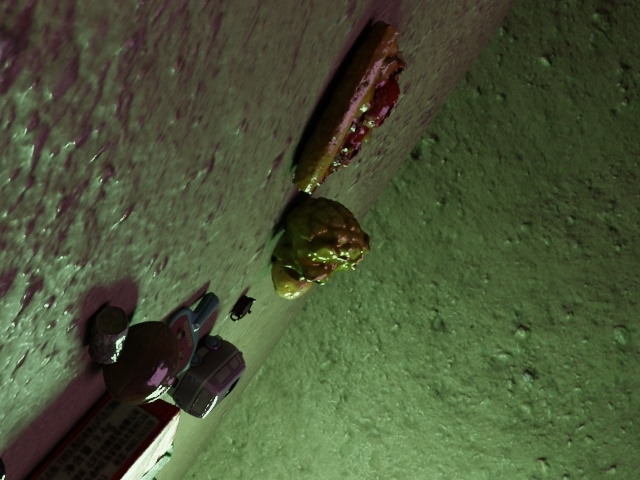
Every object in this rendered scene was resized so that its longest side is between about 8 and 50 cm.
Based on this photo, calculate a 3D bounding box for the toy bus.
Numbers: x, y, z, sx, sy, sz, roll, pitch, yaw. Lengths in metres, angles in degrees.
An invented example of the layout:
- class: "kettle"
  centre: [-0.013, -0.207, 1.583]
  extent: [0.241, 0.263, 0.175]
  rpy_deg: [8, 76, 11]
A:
- class: "toy bus"
  centre: [-0.298, 0.359, 2.258]
  extent: [0.142, 0.142, 0.202]
  rpy_deg: [-60, 170, 31]

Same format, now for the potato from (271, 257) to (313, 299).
- class: "potato"
  centre: [-0.068, 0.082, 2.494]
  extent: [0.150, 0.146, 0.234]
  rpy_deg: [-12, -162, 13]

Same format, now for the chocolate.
- class: "chocolate"
  centre: [-0.467, 0.500, 1.796]
  extent: [0.360, 0.161, 0.341]
  rpy_deg: [-50, 170, -34]

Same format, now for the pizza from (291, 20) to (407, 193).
- class: "pizza"
  centre: [0.114, -0.316, 1.985]
  extent: [0.440, 0.130, 0.406]
  rpy_deg: [-59, 169, 28]

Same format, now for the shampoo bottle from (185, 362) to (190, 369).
- class: "shampoo bottle"
  centre: [-0.339, 0.267, 1.963]
  extent: [0.056, 0.056, 0.195]
  rpy_deg: [-53, 172, -13]

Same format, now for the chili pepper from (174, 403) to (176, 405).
- class: "chili pepper"
  centre: [-0.468, 0.527, 2.316]
  extent: [0.268, 0.059, 0.050]
  rpy_deg: [-49, 132, -22]

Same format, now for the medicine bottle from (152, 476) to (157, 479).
- class: "medicine bottle"
  centre: [-0.534, 0.714, 2.268]
  extent: [0.165, 0.165, 0.273]
  rpy_deg: [-55, 172, -1]

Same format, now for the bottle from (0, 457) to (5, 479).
- class: "bottle"
  centre: [-0.514, 0.370, 1.076]
  extent: [0.271, 0.143, 0.156]
  rpy_deg: [-48, 169, -49]

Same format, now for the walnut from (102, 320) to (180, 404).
- class: "walnut"
  centre: [-0.332, 0.228, 1.582]
  extent: [0.162, 0.140, 0.140]
  rpy_deg: [-43, 169, -14]

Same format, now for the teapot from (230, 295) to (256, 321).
- class: "teapot"
  centre: [-0.218, 0.195, 2.408]
  extent: [0.100, 0.045, 0.068]
  rpy_deg: [-50, 169, -37]

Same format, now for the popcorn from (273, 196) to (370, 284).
- class: "popcorn"
  centre: [0.000, 0.000, 2.286]
  extent: [0.258, 0.224, 0.270]
  rpy_deg: [-23, 160, -43]

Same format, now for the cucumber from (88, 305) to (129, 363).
- class: "cucumber"
  centre: [-0.358, 0.160, 1.429]
  extent: [0.064, 0.064, 0.112]
  rpy_deg: [-48, 171, -42]

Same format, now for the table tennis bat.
- class: "table tennis bat"
  centre: [-0.298, 0.201, 1.905]
  extent: [0.244, 0.040, 0.153]
  rpy_deg: [-55, 150, -47]
